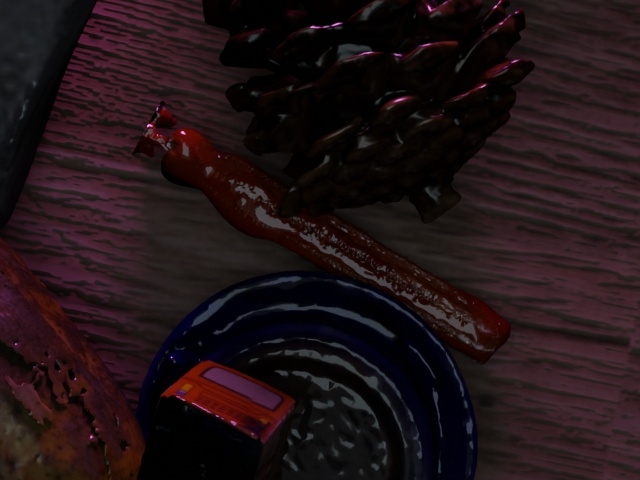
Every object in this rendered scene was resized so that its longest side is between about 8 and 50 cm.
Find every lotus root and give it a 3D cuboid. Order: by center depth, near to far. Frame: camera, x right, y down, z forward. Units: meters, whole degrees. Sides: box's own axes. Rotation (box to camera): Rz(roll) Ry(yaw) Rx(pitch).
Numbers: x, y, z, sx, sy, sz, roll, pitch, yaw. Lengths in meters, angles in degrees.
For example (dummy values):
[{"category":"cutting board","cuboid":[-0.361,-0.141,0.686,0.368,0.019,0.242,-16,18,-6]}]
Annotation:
[{"category":"lotus root","cuboid":[-0.280,0.090,1.221,0.196,0.179,0.397,-41,97,7]}]

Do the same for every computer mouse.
[{"category":"computer mouse","cuboid":[-0.269,-0.171,1.274,0.188,0.122,0.371,22,103,-2]}]

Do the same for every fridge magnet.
[{"category":"fridge magnet","cuboid":[-0.013,0.155,1.282,0.265,0.112,0.265,1,98,5]}]

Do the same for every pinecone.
[{"category":"pinecone","cuboid":[0.033,-0.141,1.224,0.224,0.224,0.272,-20,80,2]}]

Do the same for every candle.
[{"category":"candle","cuboid":[0.000,0.000,1.312,0.329,0.048,0.051,32,119,0]}]

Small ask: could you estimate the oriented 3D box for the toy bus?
[{"category":"toy bus","cuboid":[-0.110,0.281,1.230,0.093,0.092,0.408,23,117,12]}]
